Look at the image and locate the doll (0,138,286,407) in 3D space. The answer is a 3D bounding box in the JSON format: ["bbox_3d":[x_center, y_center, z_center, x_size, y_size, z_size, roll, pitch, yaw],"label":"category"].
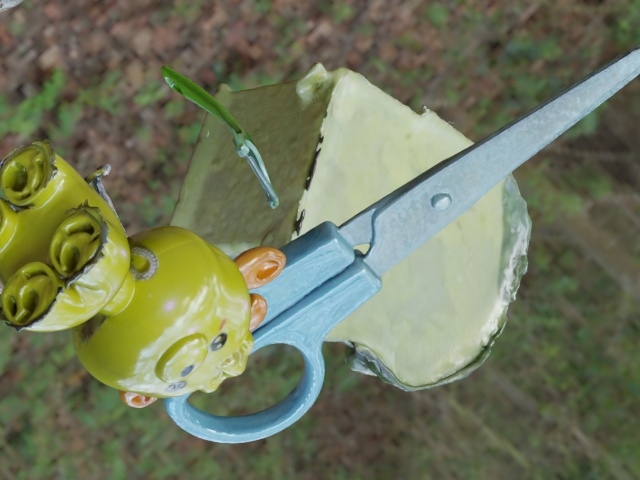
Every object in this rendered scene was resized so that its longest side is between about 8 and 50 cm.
[{"bbox_3d":[-0.115,0.034,1.072,0.143,0.135,0.221,-48,143,9],"label":"doll"}]

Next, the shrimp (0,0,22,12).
[{"bbox_3d":[-0.256,-0.280,1.112,0.054,0.222,0.290,-71,-176,-55],"label":"shrimp"}]

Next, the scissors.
[{"bbox_3d":[0.051,-0.009,1.249,0.447,0.029,0.192,-35,128,12],"label":"scissors"}]

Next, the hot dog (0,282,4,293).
[{"bbox_3d":[-0.370,-0.015,1.780,0.071,0.165,0.045,-20,-168,22],"label":"hot dog"}]

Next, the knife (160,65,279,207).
[{"bbox_3d":[-0.077,-0.088,1.326,0.022,0.166,0.078,-32,134,-9],"label":"knife"}]

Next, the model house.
[{"bbox_3d":[0.000,0.000,1.694,0.321,0.266,0.261,30,71,-40],"label":"model house"}]
